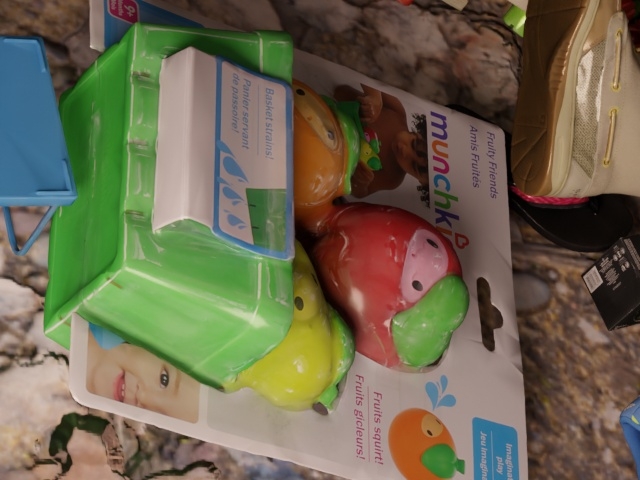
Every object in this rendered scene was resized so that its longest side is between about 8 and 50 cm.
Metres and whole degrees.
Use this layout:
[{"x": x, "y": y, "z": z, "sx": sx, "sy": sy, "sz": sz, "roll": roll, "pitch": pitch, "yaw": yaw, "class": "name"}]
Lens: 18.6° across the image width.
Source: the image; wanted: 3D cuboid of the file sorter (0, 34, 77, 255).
[{"x": -0.258, "y": -0.053, "z": 1.223, "sx": 0.170, "sy": 0.104, "sz": 0.118, "roll": -1, "pitch": 62, "yaw": -30, "class": "file sorter"}]

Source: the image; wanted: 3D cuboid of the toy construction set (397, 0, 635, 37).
[{"x": 0.199, "y": -0.267, "z": 1.495, "sx": 0.215, "sy": 0.327, "sz": 0.151, "roll": 9, "pitch": 48, "yaw": -58, "class": "toy construction set"}]

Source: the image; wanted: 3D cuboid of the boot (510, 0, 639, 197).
[{"x": 0.235, "y": -0.131, "z": 1.457, "sx": 0.165, "sy": 0.077, "sz": 0.213, "roll": 6, "pitch": 98, "yaw": -26, "class": "boot"}]

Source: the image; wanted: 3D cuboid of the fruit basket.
[{"x": 0.000, "y": 0.000, "z": 1.299, "sx": 0.353, "sy": 0.165, "sz": 0.327, "roll": 16, "pitch": 56, "yaw": -24, "class": "fruit basket"}]

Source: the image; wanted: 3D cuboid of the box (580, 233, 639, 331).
[{"x": 0.253, "y": 0.027, "z": 1.483, "sx": 0.083, "sy": 0.062, "sz": 0.052, "roll": -10, "pitch": 66, "yaw": -32, "class": "box"}]

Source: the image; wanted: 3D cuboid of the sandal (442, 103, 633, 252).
[{"x": 0.164, "y": -0.050, "z": 1.494, "sx": 0.179, "sy": 0.040, "sz": 0.067, "roll": 31, "pitch": 52, "yaw": -9, "class": "sandal"}]

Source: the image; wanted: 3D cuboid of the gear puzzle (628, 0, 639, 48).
[{"x": 0.305, "y": -0.183, "z": 1.612, "sx": 0.175, "sy": 0.044, "sz": 0.339, "roll": 9, "pitch": 59, "yaw": -4, "class": "gear puzzle"}]

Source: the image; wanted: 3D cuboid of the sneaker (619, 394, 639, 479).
[{"x": 0.303, "y": 0.190, "z": 1.413, "sx": 0.126, "sy": 0.091, "sz": 0.240, "roll": -34, "pitch": 82, "yaw": -20, "class": "sneaker"}]
